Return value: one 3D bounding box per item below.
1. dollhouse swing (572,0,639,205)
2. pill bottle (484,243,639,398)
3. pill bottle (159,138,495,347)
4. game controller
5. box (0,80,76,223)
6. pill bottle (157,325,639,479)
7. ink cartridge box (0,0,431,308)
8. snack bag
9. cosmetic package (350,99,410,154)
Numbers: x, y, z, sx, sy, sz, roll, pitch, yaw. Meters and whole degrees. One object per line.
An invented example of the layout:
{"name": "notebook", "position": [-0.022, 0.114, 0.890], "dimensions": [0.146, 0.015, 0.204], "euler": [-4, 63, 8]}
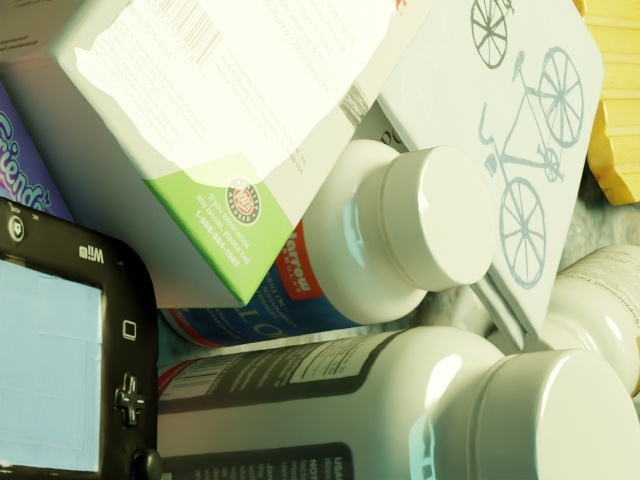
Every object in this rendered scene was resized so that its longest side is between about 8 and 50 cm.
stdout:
{"name": "dollhouse swing", "position": [0.430, -0.207, 1.682], "dimensions": [0.305, 0.315, 0.346], "euler": [-4, 84, -73]}
{"name": "pill bottle", "position": [0.232, 0.093, 1.450], "dimensions": [0.229, 0.131, 0.131], "euler": [-25, 100, -52]}
{"name": "pill bottle", "position": [0.000, 0.000, 1.095], "dimensions": [0.124, 0.221, 0.124], "euler": [19, 66, -49]}
{"name": "game controller", "position": [-0.164, 0.061, 0.805], "dimensions": [0.319, 0.067, 0.166], "euler": [25, 71, -66]}
{"name": "box", "position": [-0.198, 0.053, 0.885], "dimensions": [0.293, 0.057, 0.201], "euler": [70, 33, -44]}
{"name": "pill bottle", "position": [0.030, 0.147, 1.013], "dimensions": [0.176, 0.319, 0.176], "euler": [16, 69, -50]}
{"name": "ink cartridge box", "position": [-0.071, -0.123, 0.992], "dimensions": [0.198, 0.115, 0.273], "euler": [54, 50, -31]}
{"name": "snack bag", "position": [0.129, -0.137, 1.300], "dimensions": [0.342, 0.037, 0.323], "euler": [53, 44, -38]}
{"name": "cosmetic package", "position": [0.020, -0.182, 1.281], "dimensions": [0.284, 0.097, 0.377], "euler": [51, 45, -29]}
